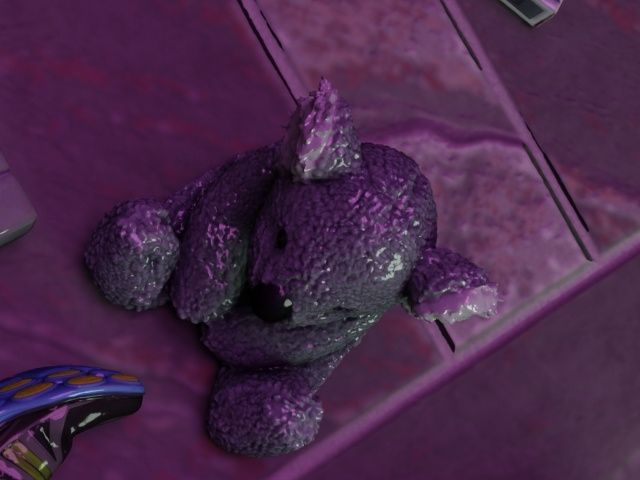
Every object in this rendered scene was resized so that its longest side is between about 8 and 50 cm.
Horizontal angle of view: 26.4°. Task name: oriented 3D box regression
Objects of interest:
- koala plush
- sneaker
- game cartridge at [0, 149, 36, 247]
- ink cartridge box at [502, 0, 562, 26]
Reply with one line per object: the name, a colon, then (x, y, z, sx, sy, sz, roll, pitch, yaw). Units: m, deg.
koala plush: (0.000, 0.000, 0.853, 0.203, 0.221, 0.196, -40, 94, -29)
sneaker: (-0.190, 0.132, 0.825, 0.188, 0.067, 0.078, -29, 111, -31)
game cartridge: (-0.367, -0.022, 0.779, 0.355, 0.068, 0.230, -30, 94, -29)
ink cartridge box: (0.144, -0.312, 1.111, 0.208, 0.045, 0.206, 35, 64, -11)
